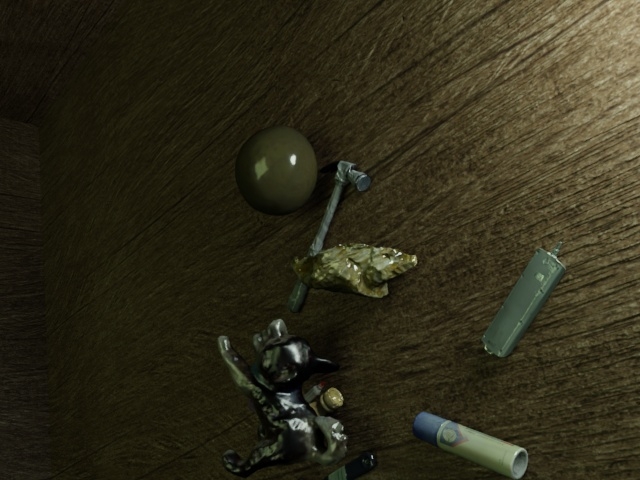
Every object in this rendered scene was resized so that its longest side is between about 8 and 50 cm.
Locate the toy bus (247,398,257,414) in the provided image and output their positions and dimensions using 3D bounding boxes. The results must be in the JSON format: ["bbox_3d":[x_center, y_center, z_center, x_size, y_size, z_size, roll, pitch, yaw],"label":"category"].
[{"bbox_3d":[-0.124,0.367,1.650,0.087,0.098,0.178,24,102,48],"label":"toy bus"}]

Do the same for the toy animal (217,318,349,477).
[{"bbox_3d":[-0.071,0.352,1.448,0.302,0.194,0.344,-12,81,35],"label":"toy animal"}]

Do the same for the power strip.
[{"bbox_3d":[0.381,0.109,1.173,0.060,0.027,0.253,46,118,42],"label":"power strip"}]

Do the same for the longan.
[{"bbox_3d":[-0.114,-0.187,1.634,0.248,0.248,0.248,-9,78,47],"label":"longan"}]

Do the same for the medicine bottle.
[{"bbox_3d":[0.283,0.392,1.218,0.231,0.059,0.059,8,90,48],"label":"medicine bottle"}]

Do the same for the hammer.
[{"bbox_3d":[0.001,0.000,1.606,0.152,0.044,0.427,36,111,46],"label":"hammer"}]

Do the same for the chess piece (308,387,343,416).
[{"bbox_3d":[0.001,0.410,1.535,0.122,0.066,0.066,-42,55,30],"label":"chess piece"}]

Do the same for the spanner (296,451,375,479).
[{"bbox_3d":[0.025,0.573,1.511,0.316,0.024,0.087,-44,48,35],"label":"spanner"}]

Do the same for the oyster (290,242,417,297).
[{"bbox_3d":[0.062,0.073,1.457,0.341,0.166,0.110,4,78,27],"label":"oyster"}]

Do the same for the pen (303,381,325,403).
[{"bbox_3d":[-0.050,0.422,1.615,0.218,0.026,0.026,-50,51,31],"label":"pen"}]
